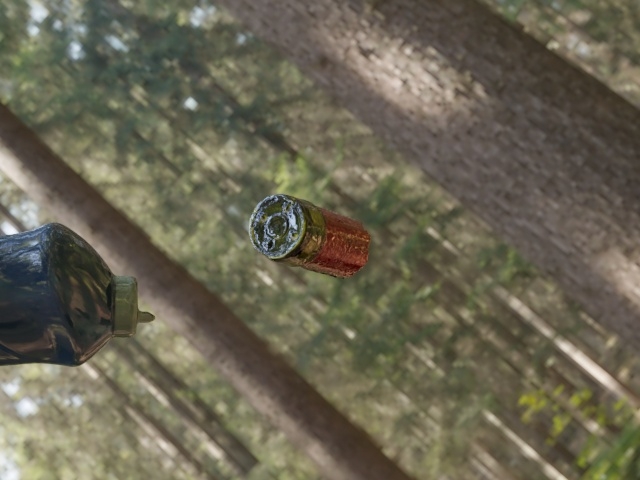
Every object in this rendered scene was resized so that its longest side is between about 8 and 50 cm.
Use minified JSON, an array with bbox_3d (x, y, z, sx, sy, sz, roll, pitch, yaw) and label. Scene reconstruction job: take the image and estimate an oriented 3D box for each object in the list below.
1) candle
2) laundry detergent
[{"bbox_3d":[0.000,0.000,0.991,0.052,0.052,0.130,-53,-29,11],"label":"candle"},{"bbox_3d":[-0.192,0.032,0.704,0.206,0.061,0.097,2,-51,-10],"label":"laundry detergent"}]
